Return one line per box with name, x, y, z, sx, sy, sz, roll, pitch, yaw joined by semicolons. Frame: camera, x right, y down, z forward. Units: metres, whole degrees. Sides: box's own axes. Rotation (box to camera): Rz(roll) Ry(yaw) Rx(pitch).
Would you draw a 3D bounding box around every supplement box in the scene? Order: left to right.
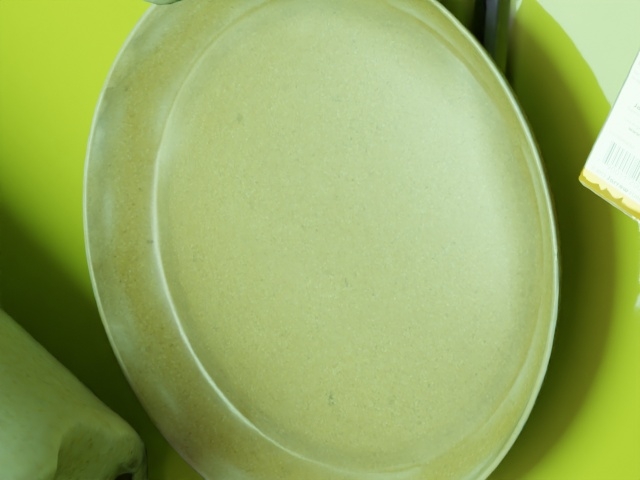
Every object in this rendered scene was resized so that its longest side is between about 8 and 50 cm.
supplement box;0.131;-0.056;0.627;0.036;0.062;0.098;38;120;28

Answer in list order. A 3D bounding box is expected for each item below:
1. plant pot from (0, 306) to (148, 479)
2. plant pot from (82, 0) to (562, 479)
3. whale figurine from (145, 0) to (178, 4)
plant pot;-0.257;0.095;0.832;0.305;0.334;0.334;33;119;16
plant pot;0.000;0.000;0.763;0.236;0.032;0.236;8;104;36
whale figurine;-0.047;-0.197;0.713;0.272;0.141;0.216;32;131;57
